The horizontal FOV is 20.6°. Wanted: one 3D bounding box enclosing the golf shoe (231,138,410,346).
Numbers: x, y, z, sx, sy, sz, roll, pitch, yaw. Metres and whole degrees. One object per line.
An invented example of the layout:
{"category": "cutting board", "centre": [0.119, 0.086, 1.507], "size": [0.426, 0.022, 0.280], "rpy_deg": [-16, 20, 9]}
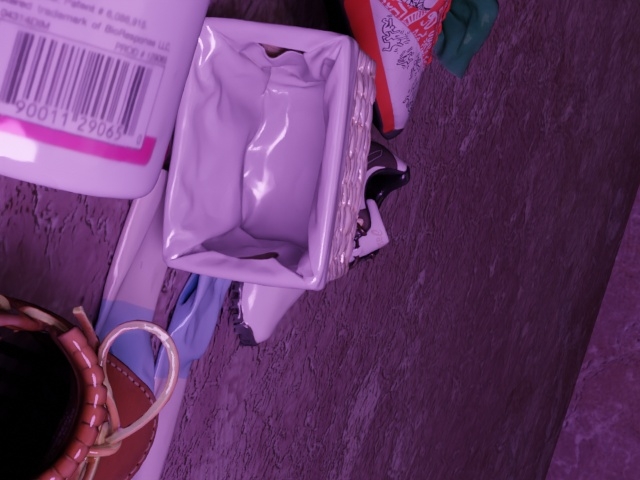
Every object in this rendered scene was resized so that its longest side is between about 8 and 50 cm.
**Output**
{"category": "golf shoe", "centre": [0.000, 0.000, 1.362], "size": [0.198, 0.094, 0.077], "rpy_deg": [-63, 160, -17]}

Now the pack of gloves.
{"category": "pack of gloves", "centre": [-0.103, 0.076, 1.223], "size": [0.232, 0.046, 0.195], "rpy_deg": [-71, 160, -1]}

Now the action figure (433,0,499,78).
{"category": "action figure", "centre": [0.088, -0.218, 1.446], "size": [0.232, 0.063, 0.137], "rpy_deg": [10, 100, -64]}

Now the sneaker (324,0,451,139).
{"category": "sneaker", "centre": [0.077, -0.185, 1.315], "size": [0.145, 0.090, 0.270], "rpy_deg": [-28, 148, -5]}

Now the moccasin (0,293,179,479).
{"category": "moccasin", "centre": [-0.165, 0.085, 0.906], "size": [0.139, 0.147, 0.380], "rpy_deg": [-67, 160, -11]}

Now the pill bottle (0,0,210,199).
{"category": "pill bottle", "centre": [-0.112, -0.173, 0.794], "size": [0.160, 0.160, 0.283], "rpy_deg": [6, 102, -70]}

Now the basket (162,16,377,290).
{"category": "basket", "centre": [-0.028, -0.057, 1.173], "size": [0.103, 0.113, 0.167], "rpy_deg": [-3, 101, -73]}
